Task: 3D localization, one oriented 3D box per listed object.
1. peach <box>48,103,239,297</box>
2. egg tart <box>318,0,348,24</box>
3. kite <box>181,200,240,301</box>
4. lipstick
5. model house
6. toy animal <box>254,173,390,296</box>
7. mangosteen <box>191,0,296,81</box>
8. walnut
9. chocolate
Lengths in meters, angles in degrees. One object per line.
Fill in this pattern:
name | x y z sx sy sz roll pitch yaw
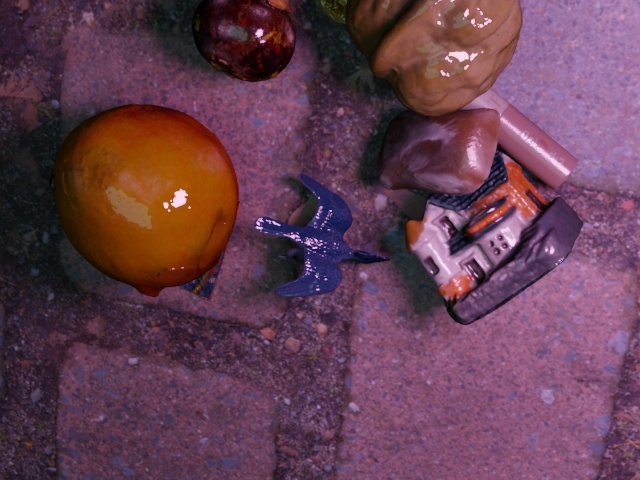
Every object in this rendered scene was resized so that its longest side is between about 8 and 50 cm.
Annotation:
peach | -0.330 -0.077 1.972 0.373 0.290 0.372 2 80 -9
egg tart | 0.051 -0.454 1.856 0.130 0.052 0.130 6 112 14
kite | -0.275 0.026 2.150 0.321 0.016 0.234 -20 102 23
lipstick | 0.339 -0.197 1.849 0.254 0.070 0.070 40 115 0
model house | 0.271 -0.042 1.861 0.271 0.190 0.301 -38 90 34
toy animal | 0.000 0.000 1.988 0.176 0.255 0.239 -12 65 45
mangosteen | -0.126 -0.400 1.874 0.192 0.192 0.217 25 84 7
walnut | 0.192 -0.367 1.723 0.282 0.253 0.277 39 117 -17
chocolate | 0.188 -0.166 1.821 0.254 0.080 0.156 8 83 51
